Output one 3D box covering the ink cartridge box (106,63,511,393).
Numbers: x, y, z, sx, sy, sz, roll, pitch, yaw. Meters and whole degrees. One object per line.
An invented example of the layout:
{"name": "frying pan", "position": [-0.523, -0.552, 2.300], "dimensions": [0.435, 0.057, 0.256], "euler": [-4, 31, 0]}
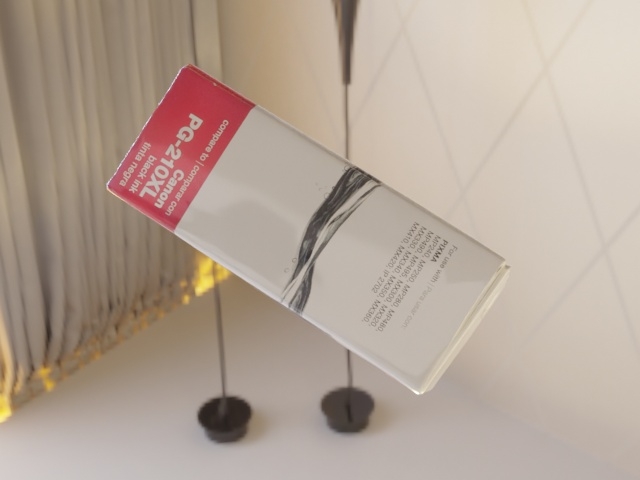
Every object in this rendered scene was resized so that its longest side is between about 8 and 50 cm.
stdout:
{"name": "ink cartridge box", "position": [0.000, 0.000, 0.771], "dimensions": [0.237, 0.100, 0.172], "euler": [33, 179, 10]}
